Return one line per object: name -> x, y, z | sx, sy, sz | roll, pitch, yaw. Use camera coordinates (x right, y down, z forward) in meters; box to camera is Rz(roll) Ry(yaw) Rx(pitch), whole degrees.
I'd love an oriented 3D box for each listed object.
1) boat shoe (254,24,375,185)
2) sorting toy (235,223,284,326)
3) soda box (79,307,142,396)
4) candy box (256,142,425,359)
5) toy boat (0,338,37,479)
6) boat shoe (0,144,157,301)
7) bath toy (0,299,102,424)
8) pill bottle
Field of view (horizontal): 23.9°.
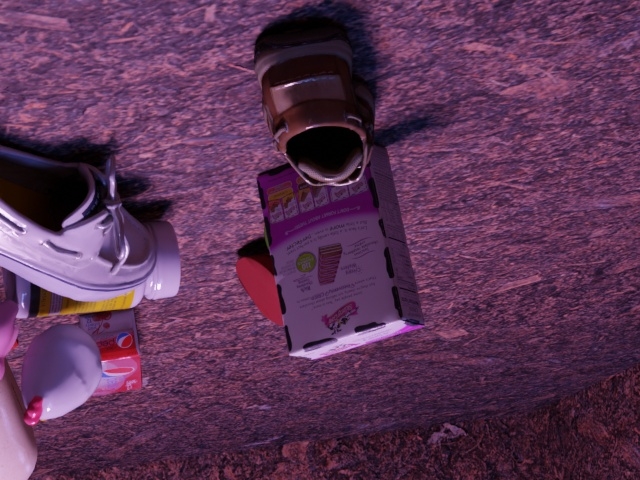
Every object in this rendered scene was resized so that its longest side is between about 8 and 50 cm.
boat shoe -> -0.003, -0.114, 1.587 | 0.123, 0.119, 0.324 | -13, 164, 7
sorting toy -> 0.000, 0.000, 2.091 | 0.126, 0.127, 0.365 | -36, 174, -28
soda box -> -0.344, 0.187, 2.487 | 0.092, 0.083, 0.263 | -9, 164, -8
candy box -> 0.023, 0.012, 1.838 | 0.159, 0.233, 0.071 | -18, 162, 26
toy boat -> -0.510, 0.225, 2.198 | 0.148, 0.318, 0.267 | -17, 121, -5
boat shoe -> -0.278, -0.037, 1.689 | 0.156, 0.135, 0.367 | -23, 151, 28
bath toy -> -0.438, 0.133, 1.831 | 0.348, 0.129, 0.151 | 19, 140, 8
pill bottle -> -0.289, 0.032, 1.906 | 0.209, 0.119, 0.119 | -4, 163, -20
